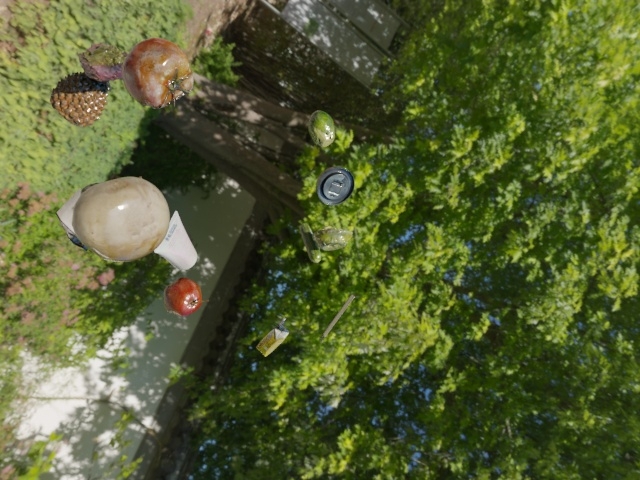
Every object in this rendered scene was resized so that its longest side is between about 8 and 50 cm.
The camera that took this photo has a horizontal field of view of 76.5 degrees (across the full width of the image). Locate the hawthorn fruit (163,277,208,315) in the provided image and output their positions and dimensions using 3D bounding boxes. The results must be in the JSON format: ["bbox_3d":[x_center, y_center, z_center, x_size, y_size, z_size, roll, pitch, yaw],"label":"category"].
[{"bbox_3d":[-0.559,0.248,1.688,0.204,0.163,0.162,24,-98,47],"label":"hawthorn fruit"}]

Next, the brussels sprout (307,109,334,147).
[{"bbox_3d":[0.003,-0.586,2.119,0.180,0.144,0.161,63,-33,21],"label":"brussels sprout"}]

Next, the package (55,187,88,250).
[{"bbox_3d":[-1.173,-0.099,1.985,0.203,0.062,0.250,-83,166,-46],"label":"package"}]

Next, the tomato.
[{"bbox_3d":[-0.499,-0.532,1.251,0.214,0.181,0.155,-52,180,-27],"label":"tomato"}]

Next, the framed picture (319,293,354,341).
[{"bbox_3d":[0.066,0.350,1.797,0.211,0.020,0.289,-51,172,-16],"label":"framed picture"}]

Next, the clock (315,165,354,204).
[{"bbox_3d":[0.077,-0.292,2.172,0.214,0.215,0.042,-54,-145,14],"label":"clock"}]

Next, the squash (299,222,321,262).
[{"bbox_3d":[-0.052,0.012,2.046,0.066,0.066,0.228,-45,-125,35],"label":"squash"}]

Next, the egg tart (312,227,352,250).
[{"bbox_3d":[0.060,-0.005,1.905,0.197,0.197,0.078,-30,-115,56],"label":"egg tart"}]

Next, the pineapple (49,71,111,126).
[{"bbox_3d":[-1.075,-0.715,1.899,0.357,0.223,0.222,-37,-156,17],"label":"pineapple"}]

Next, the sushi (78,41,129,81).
[{"bbox_3d":[-0.879,-0.727,1.685,0.161,0.241,0.107,-61,174,-26],"label":"sushi"}]

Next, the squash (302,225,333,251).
[{"bbox_3d":[0.000,0.000,2.629,0.169,0.093,0.252,-60,164,19],"label":"squash"}]

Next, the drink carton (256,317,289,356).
[{"bbox_3d":[-0.197,0.427,1.812,0.200,0.074,0.084,-46,176,23],"label":"drink carton"}]

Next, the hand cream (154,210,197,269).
[{"bbox_3d":[-0.619,0.024,1.731,0.358,0.118,0.185,103,10,-68],"label":"hand cream"}]

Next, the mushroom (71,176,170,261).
[{"bbox_3d":[-0.665,-0.081,1.336,0.290,0.292,0.292,25,-98,39],"label":"mushroom"}]
